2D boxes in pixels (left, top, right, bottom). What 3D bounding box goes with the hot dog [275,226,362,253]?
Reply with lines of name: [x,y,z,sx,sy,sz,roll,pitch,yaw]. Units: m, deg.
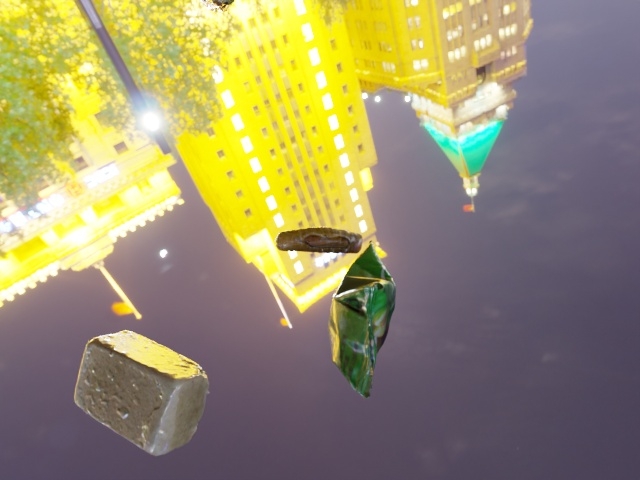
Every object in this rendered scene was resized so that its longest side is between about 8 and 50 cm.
hot dog: [0.000,0.000,0.704,0.137,0.044,0.028,5,-163,-15]

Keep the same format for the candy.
candy: [0.051,0.087,0.617,0.078,0.141,0.203,23,-167,-2]

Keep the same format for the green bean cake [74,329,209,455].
green bean cake: [-0.251,0.207,0.658,0.179,0.109,0.085,15,-176,25]

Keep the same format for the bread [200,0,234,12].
bread: [-0.071,-0.196,0.289,0.083,0.077,0.070,-55,-152,11]
